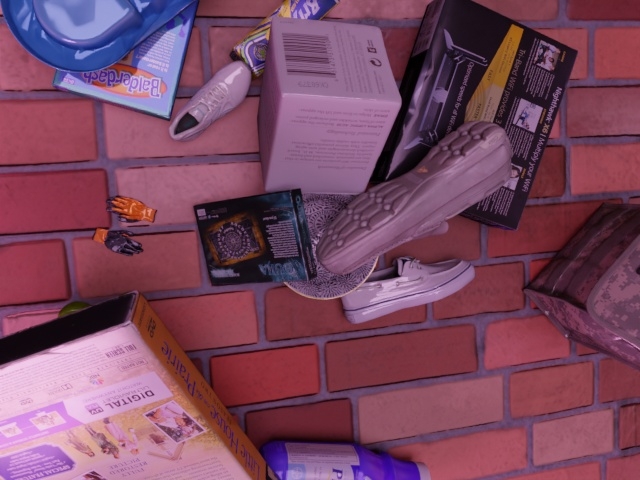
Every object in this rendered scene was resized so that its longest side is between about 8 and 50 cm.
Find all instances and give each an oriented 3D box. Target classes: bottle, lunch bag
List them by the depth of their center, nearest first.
[{"bbox_3d":[0.510,0.070,0.915,0.235,0.287,0.169,-46,104,-5],"label":"lunch bag"},{"bbox_3d":[0.037,0.389,0.931,0.283,0.092,0.118,8,99,-15],"label":"bottle"}]

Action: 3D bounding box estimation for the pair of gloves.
[{"bbox_3d":[-0.287,-0.022,0.849,0.074,0.010,0.083,21,91,-15],"label":"pair of gloves"}]

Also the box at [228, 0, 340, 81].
[{"bbox_3d":[-0.054,-0.312,0.850,0.169,0.059,0.054,-44,106,-6],"label":"box"}]

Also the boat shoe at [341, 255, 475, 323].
[{"bbox_3d":[0.139,0.063,0.926,0.226,0.083,0.075,-20,102,-10],"label":"boat shoe"}]

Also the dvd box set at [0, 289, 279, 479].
[{"bbox_3d":[-0.258,0.274,0.741,0.308,0.062,0.420,-20,122,11],"label":"dvd box set"}]

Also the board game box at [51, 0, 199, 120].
[{"bbox_3d":[-0.264,-0.291,0.806,0.160,0.047,0.210,14,91,-15],"label":"board game box"}]

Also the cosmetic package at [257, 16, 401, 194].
[{"bbox_3d":[0.000,-0.177,0.790,0.151,0.183,0.151,0,57,-13],"label":"cosmetic package"}]

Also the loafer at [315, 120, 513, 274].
[{"bbox_3d":[0.141,-0.043,0.820,0.319,0.112,0.111,-34,121,-1],"label":"loafer"}]

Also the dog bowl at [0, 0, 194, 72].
[{"bbox_3d":[-0.256,-0.335,0.740,0.297,0.074,0.166,-42,104,-8],"label":"dog bowl"}]

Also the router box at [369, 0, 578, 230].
[{"bbox_3d":[0.243,-0.198,0.924,0.243,0.081,0.309,19,91,-14],"label":"router box"}]

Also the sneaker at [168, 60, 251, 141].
[{"bbox_3d":[-0.156,-0.191,0.817,0.152,0.061,0.054,-42,103,12],"label":"sneaker"}]

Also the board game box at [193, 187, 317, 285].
[{"bbox_3d":[-0.096,-0.001,0.824,0.026,0.186,0.126,-23,105,-54],"label":"board game box"}]

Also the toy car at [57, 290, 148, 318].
[{"bbox_3d":[-0.294,0.190,0.805,0.149,0.155,0.188,-10,108,-13],"label":"toy car"}]

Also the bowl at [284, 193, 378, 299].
[{"bbox_3d":[0.000,0.000,0.886,0.170,0.080,0.170,-2,97,-13],"label":"bowl"}]
